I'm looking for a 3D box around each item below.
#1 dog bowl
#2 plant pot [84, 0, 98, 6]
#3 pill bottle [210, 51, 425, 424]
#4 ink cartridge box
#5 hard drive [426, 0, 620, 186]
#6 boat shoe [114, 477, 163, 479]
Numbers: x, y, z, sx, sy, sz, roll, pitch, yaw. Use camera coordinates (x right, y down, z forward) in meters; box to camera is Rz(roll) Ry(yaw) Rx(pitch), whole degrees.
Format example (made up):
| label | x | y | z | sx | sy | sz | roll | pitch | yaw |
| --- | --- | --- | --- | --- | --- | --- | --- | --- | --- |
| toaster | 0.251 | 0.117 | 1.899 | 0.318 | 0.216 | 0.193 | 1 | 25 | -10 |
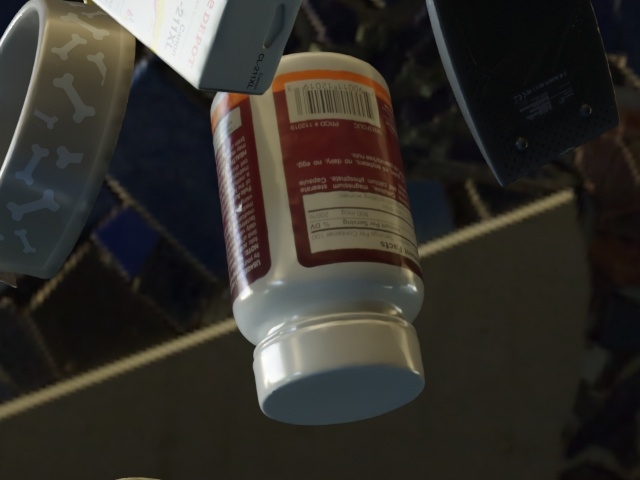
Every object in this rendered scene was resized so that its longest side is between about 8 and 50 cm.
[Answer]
| label | x | y | z | sx | sy | sz | roll | pitch | yaw |
| --- | --- | --- | --- | --- | --- | --- | --- | --- | --- |
| dog bowl | -0.326 | -0.116 | 1.725 | 0.102 | 0.349 | 0.349 | 18 | -179 | -24 |
| plant pot | -0.269 | -0.315 | 2.057 | 0.081 | 0.083 | 0.081 | -17 | 166 | 10 |
| pill bottle | 0.000 | 0.000 | 1.779 | 0.224 | 0.392 | 0.224 | -7 | 155 | -3 |
| ink cartridge box | -0.098 | -0.213 | 1.243 | 0.072 | 0.127 | 0.175 | 0 | -150 | -42 |
| hard drive | 0.201 | -0.203 | 1.567 | 0.172 | 0.255 | 0.054 | -28 | -159 | -16 |
| boat shoe | -0.068 | 0.231 | 1.018 | 0.219 | 0.078 | 0.070 | 31 | 143 | -17 |
